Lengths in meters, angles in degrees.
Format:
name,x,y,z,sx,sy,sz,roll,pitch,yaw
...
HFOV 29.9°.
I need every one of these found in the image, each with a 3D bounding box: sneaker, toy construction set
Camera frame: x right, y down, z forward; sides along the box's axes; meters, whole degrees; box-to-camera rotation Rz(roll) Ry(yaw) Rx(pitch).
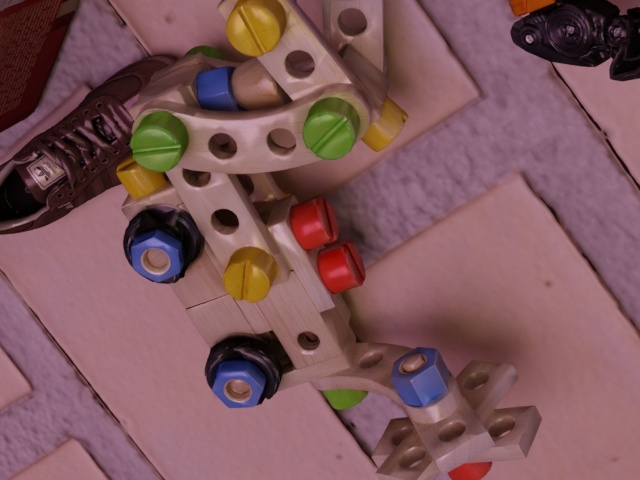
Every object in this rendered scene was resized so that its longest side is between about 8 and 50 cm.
name,x,y,z,sx,sy,sz,roll,pitch,yaw
sneaker,-0.158,-0.052,0.793,0.188,0.071,0.066,-33,98,32
toy construction set,0.000,0.000,0.716,0.215,0.151,0.328,-20,101,20

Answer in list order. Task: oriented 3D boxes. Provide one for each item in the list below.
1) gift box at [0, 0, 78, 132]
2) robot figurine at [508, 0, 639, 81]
name,x,y,z,sx,sy,sz,roll,pitch,yaw
gift box,-0.296,-0.192,0.672,0.258,0.276,0.255,34,117,6
robot figurine,0.169,-0.190,0.537,0.291,0.085,0.211,-11,107,52
